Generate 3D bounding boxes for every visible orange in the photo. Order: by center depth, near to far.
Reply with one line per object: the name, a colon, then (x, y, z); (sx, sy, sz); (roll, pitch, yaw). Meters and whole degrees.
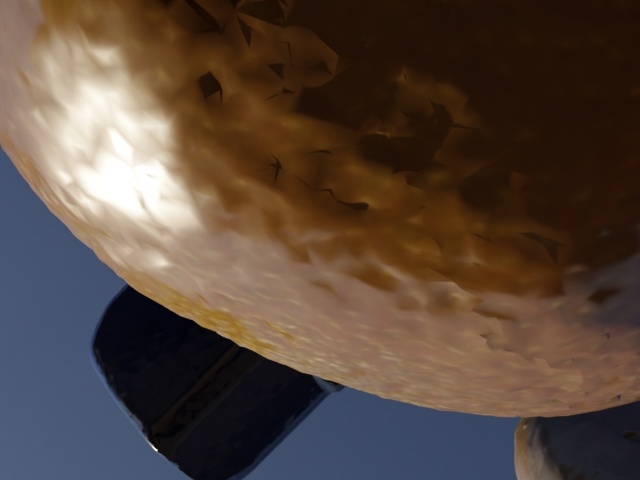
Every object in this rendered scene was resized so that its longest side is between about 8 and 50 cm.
orange: (0.035, -0.086, 0.421); (0.264, 0.264, 0.264); (1, -85, 8)

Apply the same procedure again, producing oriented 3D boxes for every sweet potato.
sweet potato: (0.148, 0.106, 0.810); (0.108, 0.346, 0.079); (-27, -70, -14)

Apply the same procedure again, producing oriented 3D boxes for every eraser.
eraser: (0.000, 0.000, 1.244); (0.332, 0.101, 0.155); (-44, -137, 0)
